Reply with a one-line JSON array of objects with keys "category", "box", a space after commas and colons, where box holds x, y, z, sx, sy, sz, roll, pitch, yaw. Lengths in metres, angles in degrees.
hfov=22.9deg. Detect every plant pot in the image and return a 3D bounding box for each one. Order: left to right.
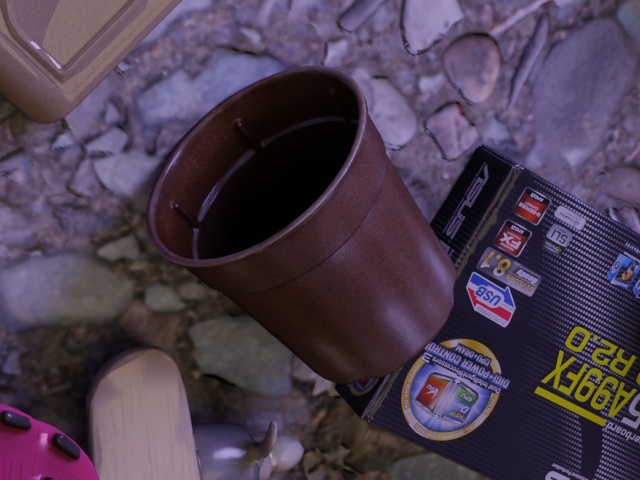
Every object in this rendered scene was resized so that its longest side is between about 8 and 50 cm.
[{"category": "plant pot", "box": [0.000, 0.000, 1.050, 0.167, 0.167, 0.165, -42, 126, -2]}]

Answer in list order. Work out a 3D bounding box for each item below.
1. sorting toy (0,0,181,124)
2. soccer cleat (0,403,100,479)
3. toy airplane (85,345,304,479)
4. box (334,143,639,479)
[{"category": "sorting toy", "box": [-0.194, -0.244, 0.947, 0.229, 0.041, 0.307, -43, 119, 3]}, {"category": "soccer cleat", "box": [-0.290, 0.152, 0.927, 0.331, 0.143, 0.116, 6, 75, -42]}, {"category": "toy airplane", "box": [-0.080, 0.321, 1.092, 0.384, 0.272, 0.386, 36, 99, 2]}, {"category": "box", "box": [0.177, 0.082, 1.200, 0.270, 0.060, 0.216, 28, 96, -28]}]
